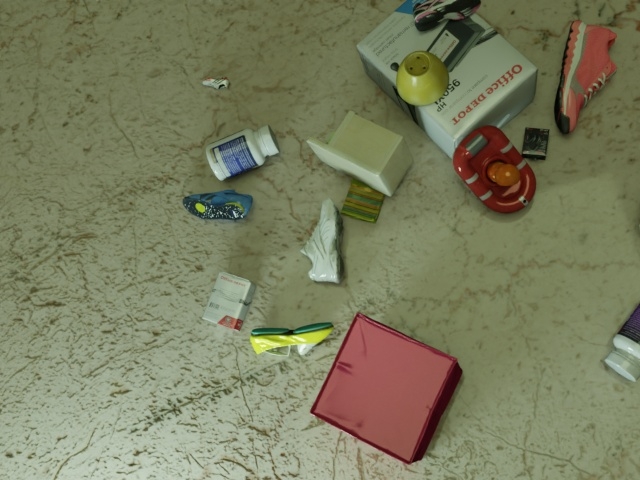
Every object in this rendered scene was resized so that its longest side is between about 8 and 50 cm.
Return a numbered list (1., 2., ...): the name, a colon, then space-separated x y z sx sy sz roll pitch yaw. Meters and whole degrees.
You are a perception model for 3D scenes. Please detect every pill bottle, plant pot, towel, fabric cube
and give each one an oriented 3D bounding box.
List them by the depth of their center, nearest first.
1. pill bottle: 0.744 0.223 1.613 0.108 0.108 0.193 37 86 20
2. fabric cube: 0.163 0.346 1.640 0.254 0.258 0.259 24 82 19
3. plant pot: 0.246 -0.415 1.738 0.134 0.095 0.134 -4 75 14
4. towel: 0.137 -0.169 1.912 0.102 0.021 0.237 16 79 16
5. pill bottle: -0.215 -0.251 1.971 0.186 0.112 0.112 -21 71 7

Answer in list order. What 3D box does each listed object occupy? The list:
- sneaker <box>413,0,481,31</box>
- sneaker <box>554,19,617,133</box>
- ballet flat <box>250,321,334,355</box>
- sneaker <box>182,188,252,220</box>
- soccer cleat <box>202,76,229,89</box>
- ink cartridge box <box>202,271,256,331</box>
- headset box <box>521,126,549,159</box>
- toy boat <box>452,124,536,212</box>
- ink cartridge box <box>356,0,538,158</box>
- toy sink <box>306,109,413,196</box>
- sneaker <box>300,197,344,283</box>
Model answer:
1. sneaker: 0.316 -0.603 1.788 0.178 0.072 0.077 -17 61 2
2. sneaker: 0.684 -0.420 1.800 0.136 0.116 0.314 11 78 15
3. ballet flat: -0.071 0.260 1.826 0.230 0.077 0.077 -7 95 14
4. sneaker: -0.287 -0.107 1.983 0.209 0.069 0.082 5 43 24
5. soccer cleat: -0.313 -0.467 2.098 0.083 0.029 0.036 -1 71 9
6. ink cartridge box: -0.244 0.164 1.893 0.099 0.056 0.135 18 80 17
7. headset box: 0.557 -0.248 1.827 0.062 0.032 0.083 9 76 15
8. toy boat: 0.442 -0.166 1.733 0.151 0.151 0.231 -43 110 5
9. ink cartridge box: 0.334 -0.451 1.864 0.285 0.166 0.395 -41 70 1
10. toy sink: 0.108 -0.242 1.854 0.234 0.153 0.131 29 83 25
11. sneaker: 0.000 0.000 1.865 0.115 0.090 0.232 -4 73 16
